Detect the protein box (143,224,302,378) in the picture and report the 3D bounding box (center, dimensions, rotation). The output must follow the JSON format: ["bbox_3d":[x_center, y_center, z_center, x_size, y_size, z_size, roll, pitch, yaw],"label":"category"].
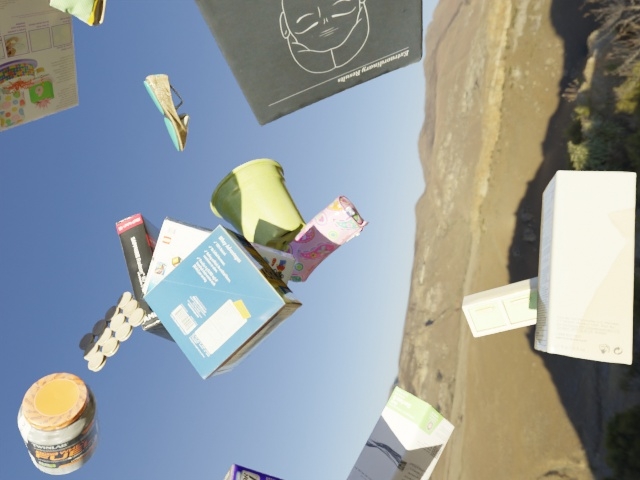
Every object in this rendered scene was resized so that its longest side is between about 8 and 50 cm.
[{"bbox_3d":[-0.183,0.118,0.853,0.201,0.200,0.136,-43,-15,1],"label":"protein box"}]

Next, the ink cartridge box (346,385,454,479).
[{"bbox_3d":[0.214,0.557,1.147,0.273,0.114,0.198,-56,-48,-15],"label":"ink cartridge box"}]

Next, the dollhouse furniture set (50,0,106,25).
[{"bbox_3d":[-0.372,-0.433,0.702,0.076,0.058,0.152,14,-104,-48],"label":"dollhouse furniture set"}]

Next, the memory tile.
[{"bbox_3d":[-0.425,0.183,0.894,0.148,0.113,0.012,-50,-44,-12],"label":"memory tile"}]

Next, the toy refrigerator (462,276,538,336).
[{"bbox_3d":[0.555,0.185,1.247,0.102,0.269,0.094,67,-154,-6],"label":"toy refrigerator"}]

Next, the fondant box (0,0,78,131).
[{"bbox_3d":[-0.709,-0.445,1.025,0.238,0.096,0.330,-47,-14,-45],"label":"fondant box"}]

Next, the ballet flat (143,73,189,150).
[{"bbox_3d":[-0.375,-0.327,1.123,0.067,0.073,0.206,-33,-42,-19],"label":"ballet flat"}]

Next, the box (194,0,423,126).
[{"bbox_3d":[-0.037,-0.401,0.591,0.395,0.293,0.212,64,-175,-63],"label":"box"}]

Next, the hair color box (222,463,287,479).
[{"bbox_3d":[-0.045,0.547,0.785,0.185,0.338,0.110,-60,13,19],"label":"hair color box"}]

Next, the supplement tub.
[{"bbox_3d":[-0.754,0.532,1.277,0.194,0.193,0.316,-63,-4,-48],"label":"supplement tub"}]

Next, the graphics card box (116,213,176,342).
[{"bbox_3d":[-0.499,0.123,1.365,0.233,0.094,0.371,68,177,-63],"label":"graphics card box"}]

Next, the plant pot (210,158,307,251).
[{"bbox_3d":[-0.176,-0.079,1.429,0.276,0.254,0.276,-30,-23,-15],"label":"plant pot"}]

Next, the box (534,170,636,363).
[{"bbox_3d":[0.459,0.046,0.771,0.148,0.121,0.312,28,-112,-70],"label":"box"}]

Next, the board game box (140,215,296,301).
[{"bbox_3d":[-0.231,0.083,1.011,0.053,0.305,0.193,-130,60,-70],"label":"board game box"}]

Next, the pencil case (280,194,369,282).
[{"bbox_3d":[0.000,0.000,1.245,0.284,0.124,0.124,-42,-4,19],"label":"pencil case"}]
